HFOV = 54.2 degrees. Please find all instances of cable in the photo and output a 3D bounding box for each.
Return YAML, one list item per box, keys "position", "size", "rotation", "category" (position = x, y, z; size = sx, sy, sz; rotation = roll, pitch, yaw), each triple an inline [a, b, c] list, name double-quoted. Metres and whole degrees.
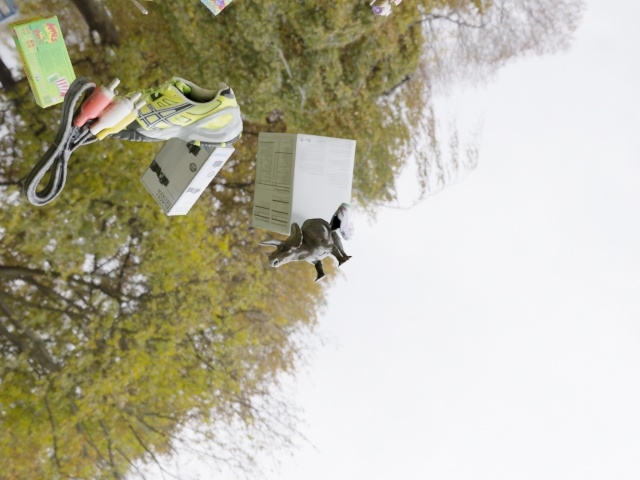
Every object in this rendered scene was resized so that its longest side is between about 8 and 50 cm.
- position: [-0.443, -0.179, 1.126]
  size: [0.072, 0.139, 0.287]
  rotation: [38, -91, 20]
  category: "cable"

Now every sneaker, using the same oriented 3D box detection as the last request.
- position: [-0.382, -0.328, 1.519]
  size: [0.384, 0.147, 0.145]
  rotation: [2, -142, -3]
  category: "sneaker"
- position: [0.040, -0.026, 1.338]
  size: [0.038, 0.098, 0.069]
  rotation: [16, -137, 31]
  category: "sneaker"

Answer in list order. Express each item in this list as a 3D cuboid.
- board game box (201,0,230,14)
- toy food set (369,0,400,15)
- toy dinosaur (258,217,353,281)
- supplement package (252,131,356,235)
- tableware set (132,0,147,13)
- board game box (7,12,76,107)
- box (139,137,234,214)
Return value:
- position: [-0.235, -0.773, 1.686]
  size: [0.275, 0.144, 0.142]
  rotation: [-35, -143, 22]
  category: "board game box"
- position: [0.143, -0.484, 1.259]
  size: [0.078, 0.019, 0.122]
  rotation: [-43, 173, 26]
  category: "toy food set"
- position: [0.000, 0.000, 1.545]
  size: [0.121, 0.160, 0.313]
  rotation: [-36, 179, 34]
  category: "toy dinosaur"
- position: [-0.049, -0.155, 1.718]
  size: [0.199, 0.263, 0.198]
  rotation: [0, -171, -37]
  category: "supplement package"
- position: [-0.239, -0.402, 0.857]
  size: [0.154, 0.104, 0.024]
  rotation: [-47, 180, 15]
  category: "tableware set"
- position: [-0.605, -0.396, 1.377]
  size: [0.092, 0.181, 0.043]
  rotation: [-31, -137, -30]
  category: "board game box"
- position: [-0.416, -0.234, 1.931]
  size: [0.290, 0.169, 0.087]
  rotation: [-47, 163, 25]
  category: "box"
